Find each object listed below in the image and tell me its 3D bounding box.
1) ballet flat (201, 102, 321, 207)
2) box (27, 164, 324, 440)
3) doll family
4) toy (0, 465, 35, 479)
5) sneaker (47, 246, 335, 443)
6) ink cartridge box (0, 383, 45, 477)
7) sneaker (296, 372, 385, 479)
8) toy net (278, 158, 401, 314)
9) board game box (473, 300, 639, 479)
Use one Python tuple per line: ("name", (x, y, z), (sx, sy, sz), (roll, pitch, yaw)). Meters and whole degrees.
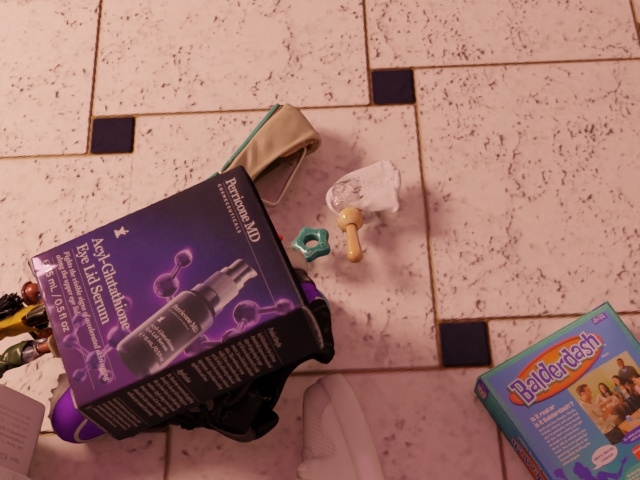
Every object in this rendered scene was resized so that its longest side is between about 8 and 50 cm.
("ballet flat", (-0.091, -0.051, 1.105), (0.086, 0.086, 0.248), (36, 68, 19))
("box", (-0.122, 0.055, 0.889), (0.207, 0.108, 0.153), (-25, 63, -3))
("doll family", (-0.274, 0.075, 1.013), (0.111, 0.193, 0.076), (-20, 96, 22))
("toy", (-0.251, 0.285, 0.881), (0.056, 0.237, 0.137), (-11, 52, 41))
("sneaker", (-0.116, 0.135, 0.963), (0.293, 0.102, 0.146), (-31, 64, 2))
("ink cartridge box", (-0.383, 0.274, 0.851), (0.119, 0.207, 0.354), (-13, 55, 34))
("sneaker", (-0.021, 0.267, 0.913), (0.169, 0.108, 0.293), (-10, 63, -7))
("toy net", (0.000, 0.000, 1.093), (0.122, 0.045, 0.232), (26, 63, 26))
("board game box", (0.272, 0.184, 0.982), (0.160, 0.047, 0.210), (-27, 65, -12))
